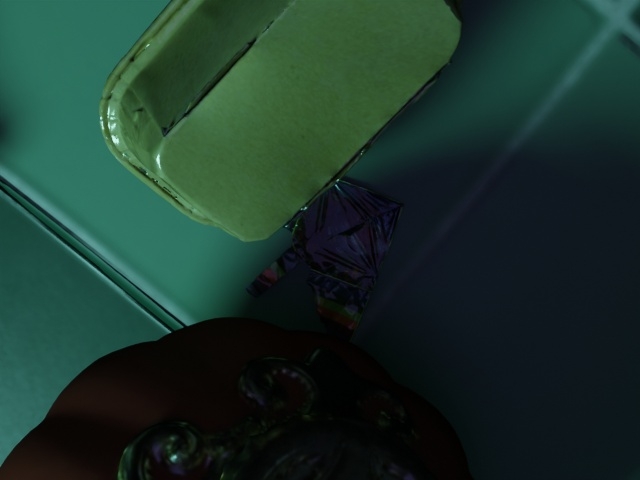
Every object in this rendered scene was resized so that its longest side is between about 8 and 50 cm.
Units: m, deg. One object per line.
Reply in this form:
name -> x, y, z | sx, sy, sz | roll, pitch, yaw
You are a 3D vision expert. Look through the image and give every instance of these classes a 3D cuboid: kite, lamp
kite -> 0.000, 0.000, 0.466 | 0.090, 0.004, 0.122 | -31, 92, 5
lamp -> -0.032, 0.146, 0.395 | 0.226, 0.227, 0.227 | 0, 98, 3

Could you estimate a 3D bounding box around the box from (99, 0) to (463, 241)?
box -> -0.015, -0.079, 0.413 | 0.111, 0.111, 0.177 | 44, 100, -4
